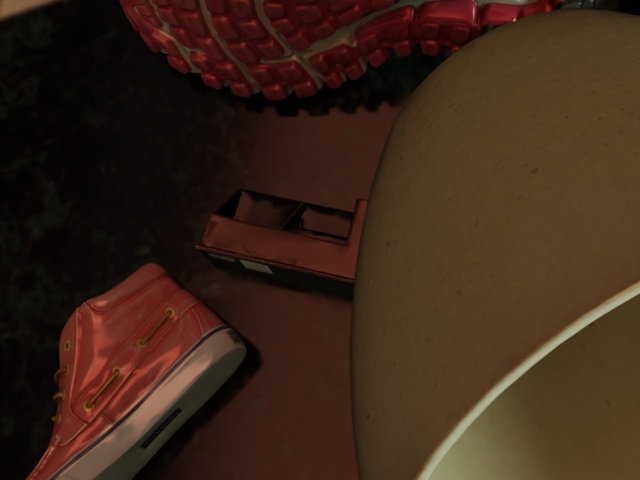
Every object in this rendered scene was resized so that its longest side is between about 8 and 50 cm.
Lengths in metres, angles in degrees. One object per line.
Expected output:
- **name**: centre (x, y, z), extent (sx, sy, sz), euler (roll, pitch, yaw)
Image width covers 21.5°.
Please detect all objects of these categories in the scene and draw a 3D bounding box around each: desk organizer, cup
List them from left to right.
- **desk organizer**: centre (0.000, 0.000, 0.981), extent (0.130, 0.047, 0.050), euler (12, 78, 12)
- **cup**: centre (0.149, 0.022, 0.838), extent (0.331, 0.331, 0.237), euler (-26, 50, 4)

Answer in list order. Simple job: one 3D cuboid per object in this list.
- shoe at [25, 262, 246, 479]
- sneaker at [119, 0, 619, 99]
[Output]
- **shoe**: centre (-0.132, 0.096, 0.979), extent (0.178, 0.063, 0.081), euler (-44, 73, -7)
- **sneaker**: centre (0.025, -0.160, 0.988), extent (0.299, 0.121, 0.112), euler (-1, 49, 11)
